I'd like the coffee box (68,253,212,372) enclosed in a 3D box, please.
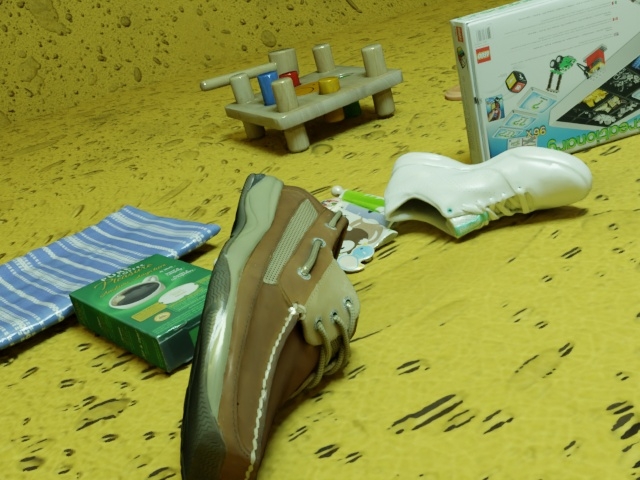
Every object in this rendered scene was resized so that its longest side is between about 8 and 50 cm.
[{"bbox_3d":[-0.158,0.064,0.683,0.184,0.040,0.113,11,32,45],"label":"coffee box"}]

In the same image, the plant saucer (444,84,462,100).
[{"bbox_3d":[0.267,-0.273,1.245,0.084,0.013,0.083,-12,22,5],"label":"plant saucer"}]

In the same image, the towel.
[{"bbox_3d":[-0.319,0.038,0.826,0.336,0.040,0.243,-31,26,-34],"label":"towel"}]

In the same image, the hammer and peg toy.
[{"bbox_3d":[-0.049,-0.274,1.289,0.266,0.127,0.361,-26,26,-22],"label":"hammer and peg toy"}]

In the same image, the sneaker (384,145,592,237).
[{"bbox_3d":[0.169,-0.041,0.717,0.212,0.080,0.094,1,47,27],"label":"sneaker"}]

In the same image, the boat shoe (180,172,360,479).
[{"bbox_3d":[-0.026,0.051,0.537,0.120,0.122,0.324,14,36,-5],"label":"boat shoe"}]

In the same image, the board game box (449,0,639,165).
[{"bbox_3d":[0.322,-0.211,0.844,0.305,0.192,0.053,-17,24,-7],"label":"board game box"}]

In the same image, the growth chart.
[{"bbox_3d":[0.000,0.000,0.768,0.172,0.021,0.237,13,35,45],"label":"growth chart"}]
